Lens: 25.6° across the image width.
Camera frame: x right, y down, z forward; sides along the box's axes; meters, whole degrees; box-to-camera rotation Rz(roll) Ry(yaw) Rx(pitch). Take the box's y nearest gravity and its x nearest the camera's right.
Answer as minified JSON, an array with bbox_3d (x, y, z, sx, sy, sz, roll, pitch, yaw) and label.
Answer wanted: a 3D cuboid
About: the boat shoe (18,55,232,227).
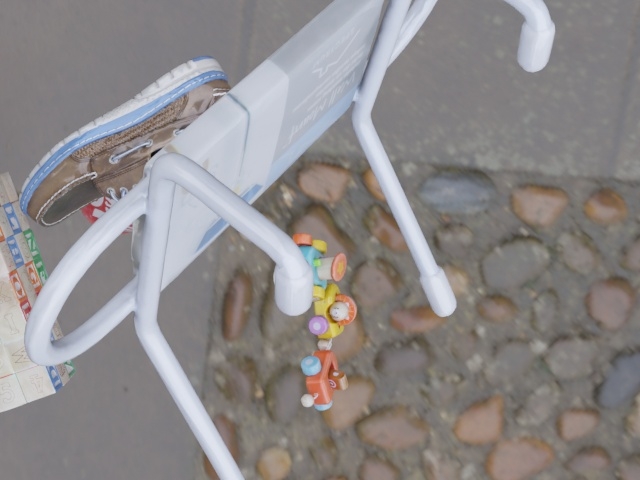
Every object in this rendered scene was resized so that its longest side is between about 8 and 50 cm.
[{"bbox_3d":[-0.138,-0.058,1.024,0.183,0.066,0.066,-36,74,12],"label":"boat shoe"}]

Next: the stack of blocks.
[{"bbox_3d":[-0.432,0.066,1.914,0.087,0.171,0.297,-20,96,6],"label":"stack of blocks"}]

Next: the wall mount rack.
[{"bbox_3d":[0.000,0.000,0.787,0.130,0.304,0.350,38,61,13],"label":"wall mount rack"}]

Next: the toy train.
[{"bbox_3d":[0.004,0.075,1.351,0.046,0.125,0.166,-3,123,18],"label":"toy train"}]

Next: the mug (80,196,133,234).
[{"bbox_3d":[-0.186,-0.079,1.618,0.113,0.169,0.150,35,71,-31],"label":"mug"}]
